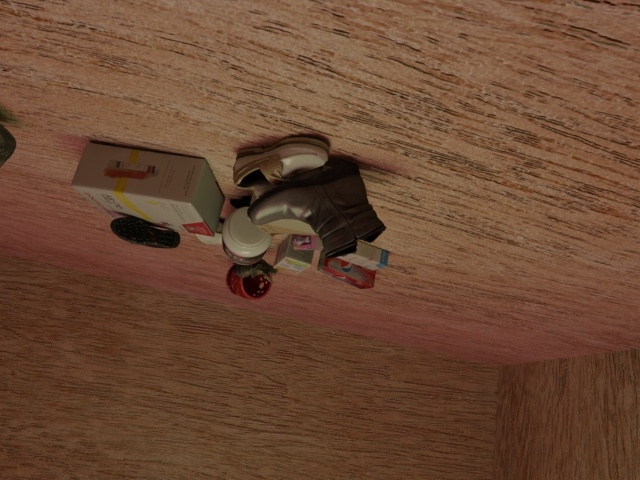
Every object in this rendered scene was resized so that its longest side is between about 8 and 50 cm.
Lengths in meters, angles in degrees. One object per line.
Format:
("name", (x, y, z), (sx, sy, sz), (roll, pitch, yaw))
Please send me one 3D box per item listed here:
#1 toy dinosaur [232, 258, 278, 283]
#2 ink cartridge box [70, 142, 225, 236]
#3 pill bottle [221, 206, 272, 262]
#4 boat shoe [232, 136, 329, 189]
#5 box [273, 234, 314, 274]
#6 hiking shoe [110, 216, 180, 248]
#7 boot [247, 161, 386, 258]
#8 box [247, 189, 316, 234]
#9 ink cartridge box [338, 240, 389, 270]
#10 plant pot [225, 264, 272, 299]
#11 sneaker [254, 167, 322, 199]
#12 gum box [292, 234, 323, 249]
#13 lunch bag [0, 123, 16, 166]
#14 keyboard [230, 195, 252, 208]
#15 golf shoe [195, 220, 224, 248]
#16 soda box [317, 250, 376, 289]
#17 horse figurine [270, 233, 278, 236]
("toy dinosaur", (-0.330, 0.104, 2.077), (0.313, 0.160, 0.121), (-6, 153, 38))
("ink cartridge box", (-0.539, -0.155, 1.500), (0.384, 0.160, 0.279), (9, 161, 6))
("pill bottle", (-0.258, -0.019, 1.638), (0.176, 0.176, 0.318), (15, 167, -8))
("boat shoe", (-0.109, -0.195, 1.237), (0.302, 0.103, 0.113), (-4, 155, 37))
("box", (-0.109, 0.061, 1.918), (0.114, 0.103, 0.203), (18, 159, -16))
("hiking shoe", (-0.598, -0.013, 1.565), (0.227, 0.086, 0.114), (21, 158, -32))
("boot", (-0.016, -0.050, 1.223), (0.338, 0.223, 0.118), (-22, 168, 9))
("box", (-0.047, -0.101, 1.394), (0.311, 0.148, 0.121), (4, 160, 23))
("ink cartridge box", (0.161, 0.055, 1.810), (0.181, 0.062, 0.104), (19, 158, -20))
("plant pot", (-0.364, 0.194, 2.299), (0.174, 0.191, 0.191), (-1, 157, 44))
("sneaker", (-0.100, -0.180, 1.320), (0.212, 0.094, 0.080), (-21, 167, 16))
("gum box", (0.000, 0.000, 1.662), (0.107, 0.062, 0.188), (-8, 174, 43))
("lunch bag", (-1.070, -0.325, 1.285), (0.256, 0.213, 0.305), (23, 161, 20))
("keyboard", (-0.229, -0.124, 1.612), (0.180, 0.023, 0.108), (1, 157, 24))
("golf shoe", (-0.374, -0.031, 1.846), (0.140, 0.115, 0.306), (-13, 156, 29))
("soda box", (0.115, 0.124, 1.976), (0.263, 0.092, 0.083), (25, 155, -32))
("horse figurine", (-0.045, -0.064, 1.550), (0.263, 0.066, 0.174), (-13, -175, 29))
